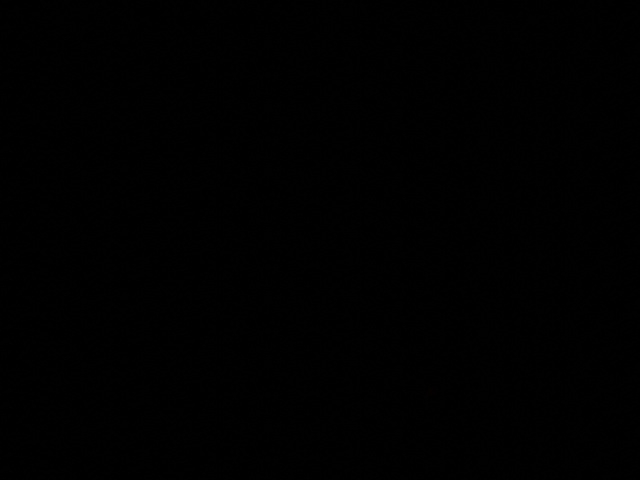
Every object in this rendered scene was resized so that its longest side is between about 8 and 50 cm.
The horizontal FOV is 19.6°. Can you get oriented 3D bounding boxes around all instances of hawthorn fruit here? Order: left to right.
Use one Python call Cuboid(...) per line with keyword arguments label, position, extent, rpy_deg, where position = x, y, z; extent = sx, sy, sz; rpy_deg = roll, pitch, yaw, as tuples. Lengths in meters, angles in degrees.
Cuboid(label="hawthorn fruit", position=(0.000, 0.000, 0.165), extent=(0.472, 0.471, 0.472), rpy_deg=(-7, 160, -2))
